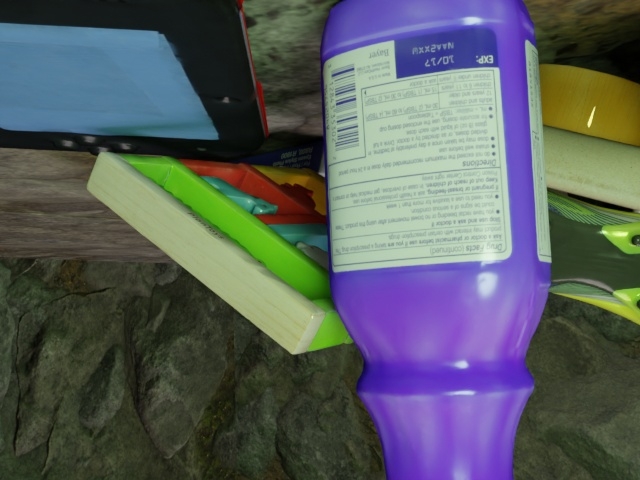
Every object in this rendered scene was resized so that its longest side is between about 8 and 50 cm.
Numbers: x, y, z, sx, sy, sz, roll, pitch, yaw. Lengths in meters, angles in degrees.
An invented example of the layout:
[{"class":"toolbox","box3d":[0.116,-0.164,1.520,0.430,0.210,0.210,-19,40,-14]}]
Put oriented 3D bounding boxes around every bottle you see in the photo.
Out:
[{"class":"bottle","box3d":[0.063,0.007,0.460,0.118,0.283,0.092,-6,174,28]}]

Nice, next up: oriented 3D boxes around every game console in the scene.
[{"class":"game console","box3d":[-0.203,-0.098,0.457,0.341,0.060,0.386,-2,175,-2]}]

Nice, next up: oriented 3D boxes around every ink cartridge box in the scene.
[{"class":"ink cartridge box","box3d":[-0.035,-0.070,0.953,0.223,0.045,0.224,-7,173,44]}]

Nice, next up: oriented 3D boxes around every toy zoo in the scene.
[{"class":"toy zoo","box3d":[0.000,0.000,0.629,0.192,0.030,0.293,35,-161,26]}]

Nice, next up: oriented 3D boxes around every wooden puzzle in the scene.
[{"class":"wooden puzzle","box3d":[0.276,-0.057,0.628,0.322,0.081,0.348,18,-170,27]}]

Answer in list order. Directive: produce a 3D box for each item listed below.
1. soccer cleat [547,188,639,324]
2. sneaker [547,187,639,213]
[{"class":"soccer cleat","box3d":[0.212,0.006,0.655,0.289,0.093,0.121,13,-160,-8]},{"class":"sneaker","box3d":[0.317,-0.041,0.888,0.232,0.090,0.115,2,-158,-15]}]
